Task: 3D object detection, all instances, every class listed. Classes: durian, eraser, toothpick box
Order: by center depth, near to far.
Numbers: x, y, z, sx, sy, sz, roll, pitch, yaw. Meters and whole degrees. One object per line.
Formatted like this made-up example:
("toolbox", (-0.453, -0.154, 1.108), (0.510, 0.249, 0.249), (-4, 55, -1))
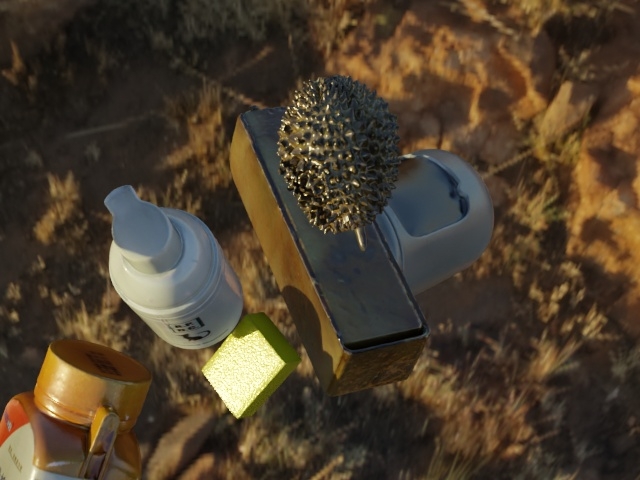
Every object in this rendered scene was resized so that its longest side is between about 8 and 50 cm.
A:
("durian", (0.005, -0.056, 0.970), (0.071, 0.110, 0.140), (-16, 93, -48))
("eraser", (-0.099, 0.178, 1.814), (0.097, 0.045, 0.122), (49, 114, 22))
("toothpick box", (0.125, -0.014, 1.938), (0.316, 0.229, 0.229), (-22, 64, -43))

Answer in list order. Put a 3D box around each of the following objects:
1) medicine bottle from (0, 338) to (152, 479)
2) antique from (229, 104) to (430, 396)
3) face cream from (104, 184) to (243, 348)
("medicine bottle", (-0.243, 0.214, 1.207), (0.112, 0.149, 0.222), (16, 100, -29))
("antique", (0.000, 0.000, 1.283), (0.093, 0.087, 0.310), (-11, 56, -22))
("face cream", (-0.196, 0.035, 1.632), (0.145, 0.369, 0.145), (-2, 74, 6))
